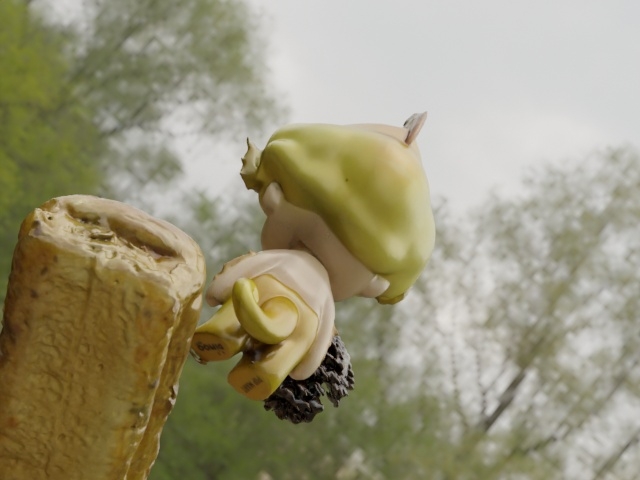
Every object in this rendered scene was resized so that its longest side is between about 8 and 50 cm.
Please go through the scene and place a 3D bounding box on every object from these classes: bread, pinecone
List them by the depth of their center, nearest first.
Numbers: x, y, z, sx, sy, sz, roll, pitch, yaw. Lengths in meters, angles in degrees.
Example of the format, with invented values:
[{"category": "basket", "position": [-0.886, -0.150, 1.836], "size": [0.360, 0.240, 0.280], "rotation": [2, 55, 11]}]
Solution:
[{"category": "bread", "position": [-0.139, 0.075, 0.953], "size": [0.114, 0.211, 0.083], "rotation": [21, 30, 0]}, {"category": "pinecone", "position": [-0.013, 0.107, 1.294], "size": [0.077, 0.083, 0.077], "rotation": [47, -24, 28]}]

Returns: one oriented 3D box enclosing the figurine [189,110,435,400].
[{"category": "figurine", "position": [0.000, 0.000, 1.074], "size": [0.156, 0.246, 0.131], "rotation": [41, -41, -12]}]
